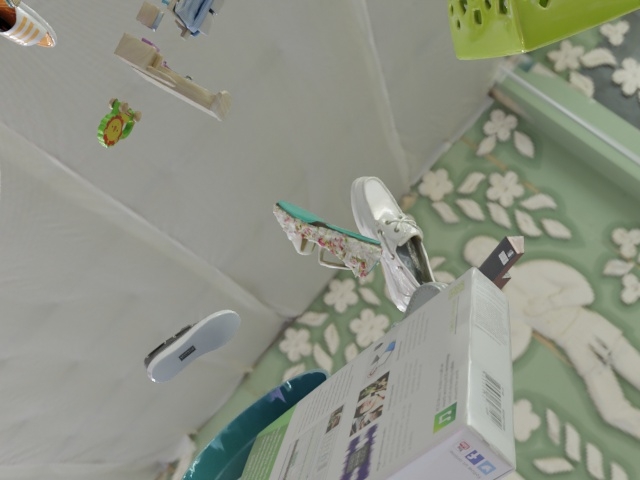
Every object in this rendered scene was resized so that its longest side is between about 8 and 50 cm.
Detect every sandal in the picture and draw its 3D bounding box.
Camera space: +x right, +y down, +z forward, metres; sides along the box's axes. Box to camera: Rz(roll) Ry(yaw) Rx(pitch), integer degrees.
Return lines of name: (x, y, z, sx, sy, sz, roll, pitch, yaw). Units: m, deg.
sandal: (-0.680, -0.482, 1.666, 0.265, 0.102, 0.076, 47, -125, -54)

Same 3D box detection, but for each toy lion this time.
toy lion: (-0.407, -0.230, 1.564, 0.096, 0.034, 0.100, -67, -14, -2)

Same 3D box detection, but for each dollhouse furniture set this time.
dollhouse furniture set: (-0.235, -0.442, 1.624, 0.303, 0.198, 0.286, -62, -1, 1)

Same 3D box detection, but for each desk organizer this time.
desk organizer: (0.363, 0.048, 1.559, 0.050, 0.047, 0.130, -3, -38, -31)

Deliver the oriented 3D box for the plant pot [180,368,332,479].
plant pot: (-0.019, 0.368, 1.112, 0.271, 0.255, 0.271, -37, 7, 5)

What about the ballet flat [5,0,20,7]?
ballet flat: (-0.617, -0.539, 1.559, 0.067, 0.206, 0.073, -27, -33, -8)

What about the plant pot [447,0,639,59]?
plant pot: (0.302, -0.391, 1.097, 0.228, 0.207, 0.227, -22, 14, -10)

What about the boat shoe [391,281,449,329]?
boat shoe: (0.161, 0.214, 1.275, 0.103, 0.118, 0.320, 37, -116, -53)

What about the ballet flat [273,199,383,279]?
ballet flat: (0.000, 0.000, 1.375, 0.091, 0.241, 0.077, 7, -75, -55)

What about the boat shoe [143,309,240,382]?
boat shoe: (-0.281, 0.218, 1.689, 0.228, 0.076, 0.080, -38, -54, -17)

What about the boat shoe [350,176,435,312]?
boat shoe: (0.149, -0.004, 1.460, 0.098, 0.277, 0.096, -22, -6, -36)

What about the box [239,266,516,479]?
box: (0.031, 0.184, 0.693, 0.322, 0.058, 0.232, -41, 12, 27)
